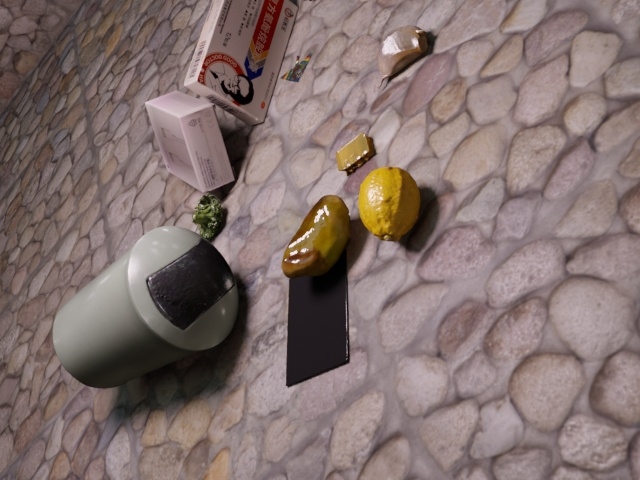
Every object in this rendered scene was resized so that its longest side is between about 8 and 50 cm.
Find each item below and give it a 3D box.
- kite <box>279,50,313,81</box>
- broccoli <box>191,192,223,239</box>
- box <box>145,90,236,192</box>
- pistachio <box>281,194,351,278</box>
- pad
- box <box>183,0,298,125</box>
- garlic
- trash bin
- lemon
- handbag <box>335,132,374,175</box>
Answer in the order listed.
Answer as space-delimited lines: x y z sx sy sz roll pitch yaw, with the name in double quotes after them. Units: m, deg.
-0.060 -0.423 2.083 0.122 0.004 0.090 -28 48 36 "kite"
-0.280 -0.055 2.032 0.097 0.092 0.095 -42 65 41 "broccoli"
-0.327 -0.253 2.112 0.106 0.203 0.252 -26 29 -21 "box"
-0.001 0.001 1.659 0.189 0.100 0.110 -58 2 4 "pistachio"
-0.009 0.150 1.647 0.170 0.006 0.245 -29 47 36 "pad"
-0.192 -0.492 2.109 0.069 0.214 0.353 -5 64 49 "box"
0.158 -0.398 1.756 0.152 0.066 0.084 -30 48 31 "garlic"
-0.384 0.155 1.868 0.432 0.280 0.280 -30 46 39 "trash bin"
0.126 -0.066 1.540 0.114 0.114 0.155 -25 54 38 "lemon"
0.072 -0.181 1.750 0.083 0.027 0.061 -35 44 30 "handbag"
